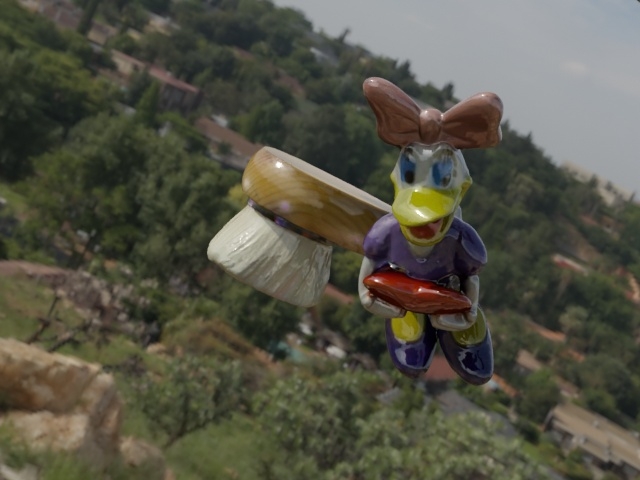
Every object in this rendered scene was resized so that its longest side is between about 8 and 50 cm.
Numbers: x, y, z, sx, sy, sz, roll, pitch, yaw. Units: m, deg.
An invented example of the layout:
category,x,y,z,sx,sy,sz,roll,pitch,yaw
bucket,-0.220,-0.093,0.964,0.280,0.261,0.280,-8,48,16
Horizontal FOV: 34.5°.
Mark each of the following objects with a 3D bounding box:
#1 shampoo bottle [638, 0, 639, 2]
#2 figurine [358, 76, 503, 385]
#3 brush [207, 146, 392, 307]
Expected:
category,x,y,z,sx,sy,sz,roll,pitch,yaw
shampoo bottle,0.264,-0.251,0.837,0.303,0.092,0.092,38,11,3
figurine,0.130,0.000,1.165,0.154,0.193,0.421,8,-30,15
brush,0.000,0.000,1.357,0.266,0.166,0.174,23,8,-12
